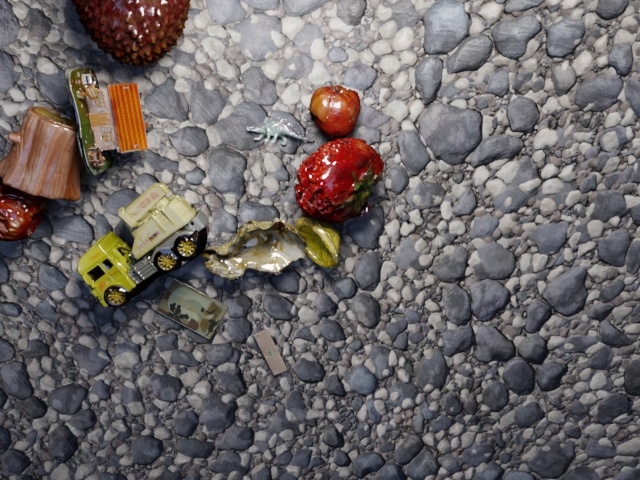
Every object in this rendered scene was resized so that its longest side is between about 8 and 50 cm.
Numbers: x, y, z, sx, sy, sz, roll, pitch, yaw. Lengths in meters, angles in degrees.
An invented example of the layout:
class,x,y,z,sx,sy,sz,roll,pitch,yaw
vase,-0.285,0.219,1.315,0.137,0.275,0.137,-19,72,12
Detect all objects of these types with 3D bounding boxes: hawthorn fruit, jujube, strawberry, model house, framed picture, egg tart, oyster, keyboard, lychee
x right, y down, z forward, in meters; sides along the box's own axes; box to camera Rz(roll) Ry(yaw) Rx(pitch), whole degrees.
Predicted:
class,x,y,z,sx,sy,sz,roll,pitch,yaw
hawthorn fruit,0.039,-0.360,1.612,0.148,0.148,0.171,3,126,0
jujube,-0.953,-0.110,1.671,0.232,0.213,0.212,27,105,-10
strawberry,0.034,-0.177,1.623,0.220,0.274,0.274,39,107,30
model house,-0.587,-0.345,1.591,0.154,0.207,0.293,-6,106,-1
framed picture,-0.423,0.225,1.851,0.201,0.010,0.135,30,105,-8
egg tart,0.000,0.000,1.716,0.074,0.191,0.191,-39,105,-27
oyster,-0.207,0.037,1.731,0.337,0.133,0.197,-24,116,14
keyboard,-0.169,0.376,1.887,0.055,0.017,0.165,-24,104,3
lychee,-0.493,-0.628,1.470,0.306,0.306,0.330,27,132,-7

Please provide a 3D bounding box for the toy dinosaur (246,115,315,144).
class,x,y,z,sx,sy,sz,roll,pitch,yaw
toy dinosaur,-0.117,-0.324,1.672,0.209,0.039,0.082,11,104,-3

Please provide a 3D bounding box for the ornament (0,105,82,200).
class,x,y,z,sx,sy,sz,roll,pitch,yaw
ornament,-0.779,-0.254,1.620,0.236,0.221,0.217,22,103,-18

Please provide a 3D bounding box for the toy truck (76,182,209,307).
class,x,y,z,sx,sy,sz,roll,pitch,yaw
toy truck,-0.541,0.014,1.706,0.405,0.180,0.254,-35,104,10
